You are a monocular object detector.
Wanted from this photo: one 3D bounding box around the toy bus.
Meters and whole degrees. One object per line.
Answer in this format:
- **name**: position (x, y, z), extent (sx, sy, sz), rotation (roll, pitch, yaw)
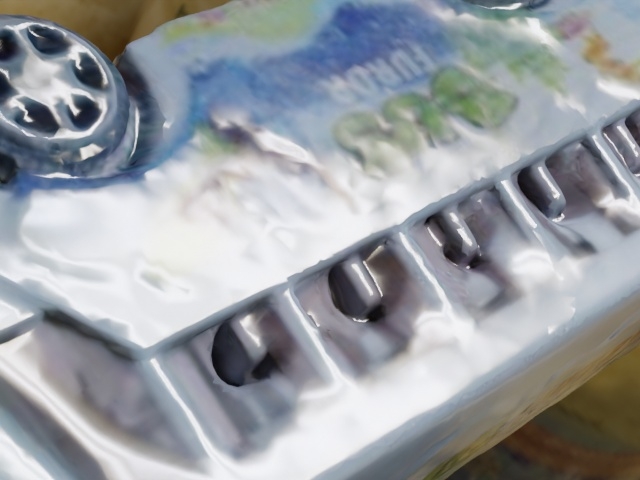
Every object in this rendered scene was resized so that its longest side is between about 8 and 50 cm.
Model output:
- **toy bus**: position (0.000, 0.000, 0.477), extent (0.330, 0.109, 0.136), rotation (-27, 71, -41)
